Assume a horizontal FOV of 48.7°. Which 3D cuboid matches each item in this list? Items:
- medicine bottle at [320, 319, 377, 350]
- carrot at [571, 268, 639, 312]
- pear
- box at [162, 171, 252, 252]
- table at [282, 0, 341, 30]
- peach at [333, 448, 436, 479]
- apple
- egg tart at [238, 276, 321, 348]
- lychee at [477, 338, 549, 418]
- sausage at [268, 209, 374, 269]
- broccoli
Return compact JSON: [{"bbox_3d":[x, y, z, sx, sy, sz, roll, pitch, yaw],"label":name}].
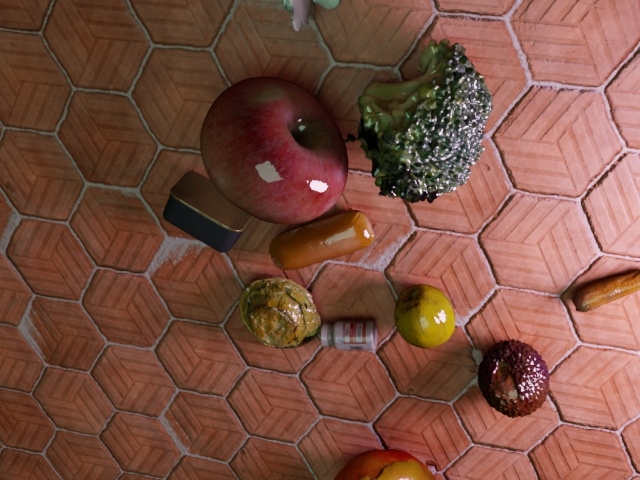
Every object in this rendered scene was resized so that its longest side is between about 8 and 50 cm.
[{"bbox_3d":[0.075,0.250,1.862,0.140,0.079,0.079,-1,115,14],"label":"medicine bottle"},{"bbox_3d":[0.684,0.115,1.665,0.186,0.060,0.060,-27,107,18],"label":"carrot"},{"bbox_3d":[0.257,0.189,1.752,0.149,0.149,0.162,-19,114,21],"label":"pear"},{"bbox_3d":[-0.279,-0.068,1.756,0.201,0.144,0.090,30,122,-4],"label":"box"},{"bbox_3d":[-0.043,-0.523,1.443,0.167,0.198,0.166,5,117,10],"label":"table"},{"bbox_3d":[0.171,0.754,1.958,0.370,0.370,0.370,5,117,11],"label":"peach"},{"bbox_3d":[-0.111,-0.187,1.567,0.345,0.344,0.269,47,135,-11],"label":"apple"},{"bbox_3d":[-0.115,0.205,1.875,0.241,0.106,0.241,7,121,12],"label":"egg tart"},{"bbox_3d":[0.488,0.350,1.762,0.188,0.188,0.188,5,117,11],"label":"lychee"},{"bbox_3d":[0.000,0.001,1.747,0.274,0.105,0.105,-18,110,21],"label":"sausage"},{"bbox_3d":[0.192,-0.257,1.496,0.281,0.293,0.347,28,114,43],"label":"broccoli"}]
